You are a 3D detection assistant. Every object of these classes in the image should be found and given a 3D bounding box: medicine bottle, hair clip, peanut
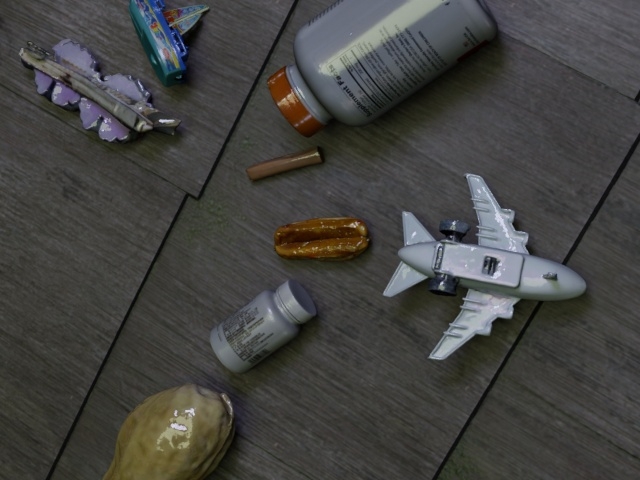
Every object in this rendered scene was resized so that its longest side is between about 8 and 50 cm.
[{"bbox_3d":[0.072,-0.251,1.493,0.289,0.157,0.157,-33,79,17],"label":"medicine bottle"},{"bbox_3d":[-0.332,-0.215,1.686,0.292,0.084,0.106,31,105,23],"label":"hair clip"},{"bbox_3d":[-0.237,0.329,1.615,0.149,0.149,0.313,35,105,17],"label":"peanut"},{"bbox_3d":[-0.078,0.117,1.585,0.140,0.079,0.079,-37,78,15],"label":"medicine bottle"}]

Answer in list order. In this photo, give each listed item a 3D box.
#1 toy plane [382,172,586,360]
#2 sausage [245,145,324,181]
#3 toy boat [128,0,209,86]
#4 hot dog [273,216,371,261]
[{"bbox_3d":[0.210,0.038,1.470,0.255,0.101,0.251,10,81,20],"label":"toy plane"},{"bbox_3d":[-0.051,-0.106,1.607,0.116,0.026,0.026,-15,85,20],"label":"sausage"},{"bbox_3d":[-0.210,-0.313,1.648,0.110,0.091,0.175,-24,76,-16],"label":"toy boat"},{"bbox_3d":[0.000,0.000,1.580,0.144,0.038,0.062,-5,90,22],"label":"hot dog"}]
